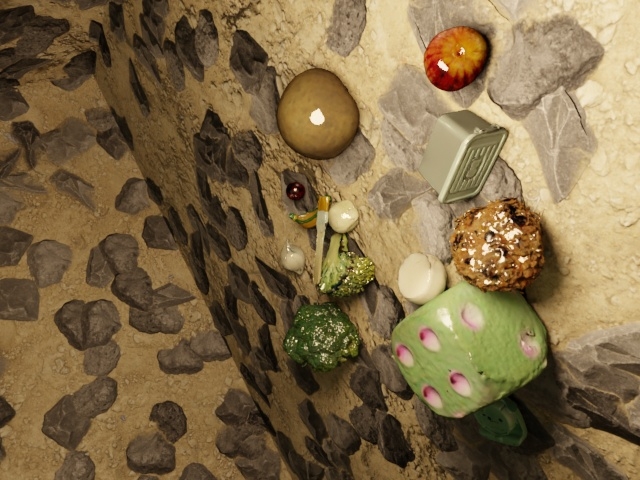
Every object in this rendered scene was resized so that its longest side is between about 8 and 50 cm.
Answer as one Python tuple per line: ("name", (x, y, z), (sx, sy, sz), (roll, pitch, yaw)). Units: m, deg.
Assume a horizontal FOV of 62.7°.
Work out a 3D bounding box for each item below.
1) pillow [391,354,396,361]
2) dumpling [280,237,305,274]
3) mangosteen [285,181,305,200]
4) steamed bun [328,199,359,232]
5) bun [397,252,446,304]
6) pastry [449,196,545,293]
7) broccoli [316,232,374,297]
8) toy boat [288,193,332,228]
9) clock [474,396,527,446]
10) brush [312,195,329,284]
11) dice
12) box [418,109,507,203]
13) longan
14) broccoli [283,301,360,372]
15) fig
("pillow", (0.405, 0.437, 1.849), (0.280, 0.076, 0.274), (43, 141, 20))
("dumpling", (-0.129, 0.069, 2.325), (0.188, 0.108, 0.127), (67, 173, -31))
("mangosteen", (-0.102, -0.205, 2.141), (0.081, 0.081, 0.081), (30, 132, 40))
("steamed bun", (0.078, -0.086, 1.956), (0.113, 0.090, 0.130), (58, 145, 15))
("bun", (0.341, 0.128, 1.706), (0.172, 0.119, 0.173), (-34, 47, 46))
("pastry", (0.474, 0.018, 1.391), (0.274, 0.192, 0.275), (-14, 69, 42))
("broccoli", (0.108, 0.109, 2.022), (0.180, 0.273, 0.242), (29, 144, -27))
("toy boat", (-0.027, -0.111, 2.076), (0.229, 0.089, 0.088), (-23, 115, 38))
("clock", (0.564, 0.555, 1.699), (0.159, 0.066, 0.211), (-9, 108, 54))
("brush", (0.000, 0.000, 1.978), (0.085, 0.020, 0.337), (14, 98, 64))
("dice", (0.429, 0.305, 1.522), (0.330, 0.318, 0.322), (56, 145, 15))
("box", (0.375, -0.233, 1.426), (0.135, 0.163, 0.243), (53, 146, 34))
("longan", (-0.013, -0.414, 1.736), (0.297, 0.297, 0.297), (30, 132, 40))
("broccoli", (0.007, 0.424, 2.235), (0.321, 0.304, 0.283), (42, 169, 34))
("fig", (0.335, -0.449, 1.353), (0.148, 0.149, 0.202), (38, 151, 12))
